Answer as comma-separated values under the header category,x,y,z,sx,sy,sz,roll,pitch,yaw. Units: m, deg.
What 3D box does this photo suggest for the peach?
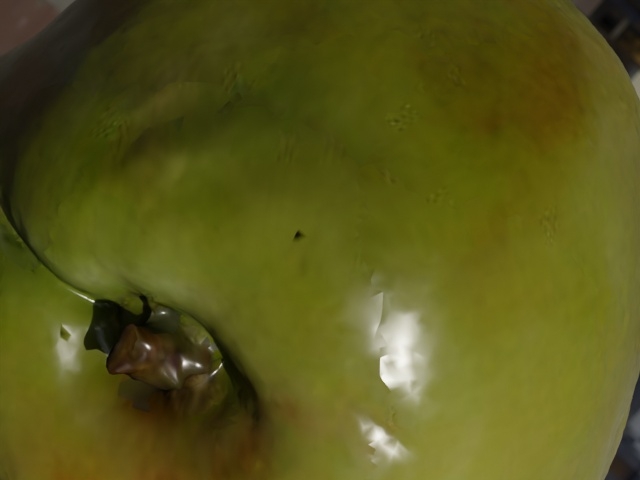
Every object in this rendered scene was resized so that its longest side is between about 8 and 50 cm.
category,x,y,z,sx,sy,sz,roll,pitch,yaw
peach,0.000,0.006,0.785,0.316,0.314,0.281,-16,159,-48
